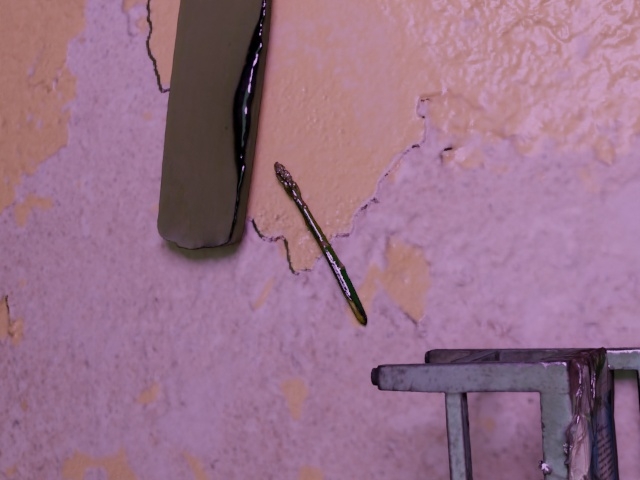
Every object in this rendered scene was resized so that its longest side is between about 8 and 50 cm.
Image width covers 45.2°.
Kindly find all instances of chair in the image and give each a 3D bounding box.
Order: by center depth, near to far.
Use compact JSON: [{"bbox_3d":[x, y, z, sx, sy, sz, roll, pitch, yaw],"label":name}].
[{"bbox_3d":[0.184,0.141,0.513,0.270,0.147,0.136,-3,86,25],"label":"chair"}]

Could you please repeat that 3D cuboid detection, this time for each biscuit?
[{"bbox_3d":[-0.091,-0.151,0.701,0.099,0.038,0.322,6,91,27],"label":"biscuit"}]

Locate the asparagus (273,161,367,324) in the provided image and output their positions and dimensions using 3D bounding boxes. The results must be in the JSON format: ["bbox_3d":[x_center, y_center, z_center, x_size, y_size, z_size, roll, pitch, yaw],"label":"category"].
[{"bbox_3d":[0.000,0.000,0.669,0.016,0.013,0.166,-30,77,8],"label":"asparagus"}]
